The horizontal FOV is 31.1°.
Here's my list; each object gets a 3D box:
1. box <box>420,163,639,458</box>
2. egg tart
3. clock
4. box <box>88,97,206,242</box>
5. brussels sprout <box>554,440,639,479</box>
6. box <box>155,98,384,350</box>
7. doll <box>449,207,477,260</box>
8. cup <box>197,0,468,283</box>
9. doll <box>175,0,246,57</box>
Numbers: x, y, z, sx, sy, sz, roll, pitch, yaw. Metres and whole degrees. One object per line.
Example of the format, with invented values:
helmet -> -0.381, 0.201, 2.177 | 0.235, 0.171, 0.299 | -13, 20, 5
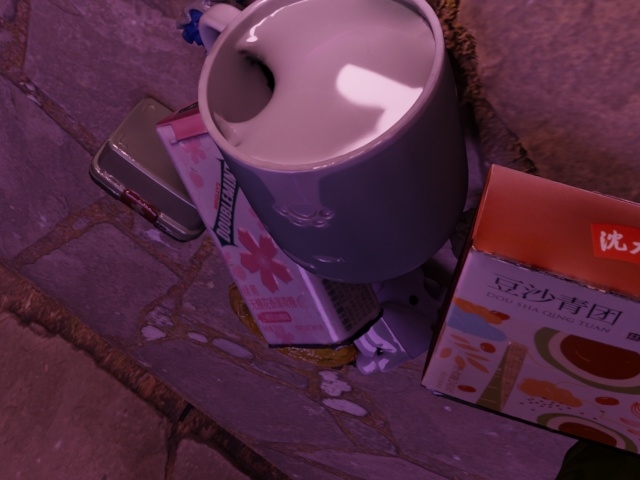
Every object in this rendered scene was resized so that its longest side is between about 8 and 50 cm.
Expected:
box -> 0.320, 0.104, 1.360 | 0.344, 0.122, 0.385 | 17, 150, 5
egg tart -> -0.038, 0.138, 2.108 | 0.278, 0.095, 0.279 | 23, 155, 11
clock -> 0.058, 0.052, 1.709 | 0.254, 0.189, 0.189 | 48, 154, -20
box -> -0.240, -0.110, 1.790 | 0.210, 0.148, 0.129 | 35, 147, -6
brussels sprout -> 0.475, 0.437, 1.746 | 0.281, 0.289, 0.355 | 29, 131, 8
box -> -0.065, -0.026, 1.552 | 0.190, 0.112, 0.370 | -4, 118, 52
doll -> 0.296, 0.049, 1.476 | 0.286, 0.091, 0.203 | 27, 169, 11
cup -> -0.003, -0.130, 1.294 | 0.356, 0.259, 0.274 | 37, 164, 33
doll -> -0.125, -0.277, 1.382 | 0.096, 0.070, 0.195 | 3, 155, -7
